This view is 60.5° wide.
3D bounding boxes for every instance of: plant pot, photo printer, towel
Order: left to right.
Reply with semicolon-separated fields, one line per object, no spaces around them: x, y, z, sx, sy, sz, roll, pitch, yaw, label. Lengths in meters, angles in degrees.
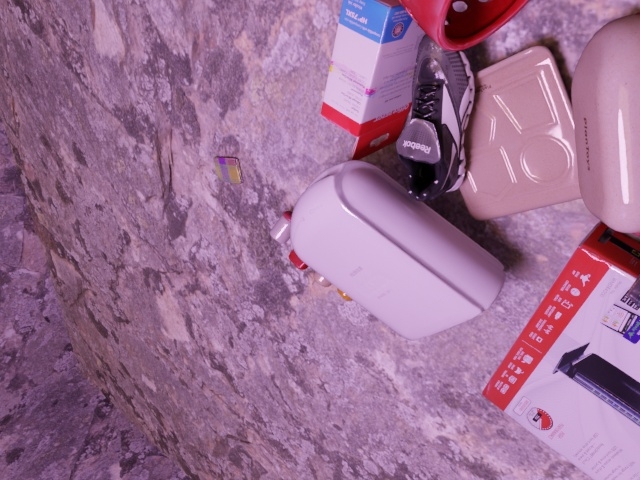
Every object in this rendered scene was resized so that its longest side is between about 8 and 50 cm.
-0.206;-0.157;1.225;0.083;0.009;0.060;11;122;42;towel
0.095;0.018;0.864;0.308;0.107;0.256;38;153;-3;photo printer
0.153;-0.342;0.611;0.174;0.191;0.191;55;141;19;plant pot

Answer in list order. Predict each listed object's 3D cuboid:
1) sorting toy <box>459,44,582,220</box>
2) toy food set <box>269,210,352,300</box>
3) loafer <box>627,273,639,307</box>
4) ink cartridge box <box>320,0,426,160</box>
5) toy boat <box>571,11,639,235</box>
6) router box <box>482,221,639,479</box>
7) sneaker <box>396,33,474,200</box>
0.258;-0.136;0.749;0.193;0.038;0.208;-15;107;49;sorting toy
0.000;0.000;1.051;0.232;0.111;0.104;47;109;29;toy food set
0.398;-0.001;0.622;0.061;0.170;0.062;38;180;40;loafer
0.080;-0.239;0.784;0.078;0.134;0.231;37;135;24;ink cartridge box
0.363;-0.126;0.584;0.151;0.151;0.231;-9;106;12;toy boat
0.424;0.189;0.744;0.301;0.082;0.335;36;135;25;router box
0.148;-0.152;0.729;0.078;0.106;0.234;18;130;34;sneaker
